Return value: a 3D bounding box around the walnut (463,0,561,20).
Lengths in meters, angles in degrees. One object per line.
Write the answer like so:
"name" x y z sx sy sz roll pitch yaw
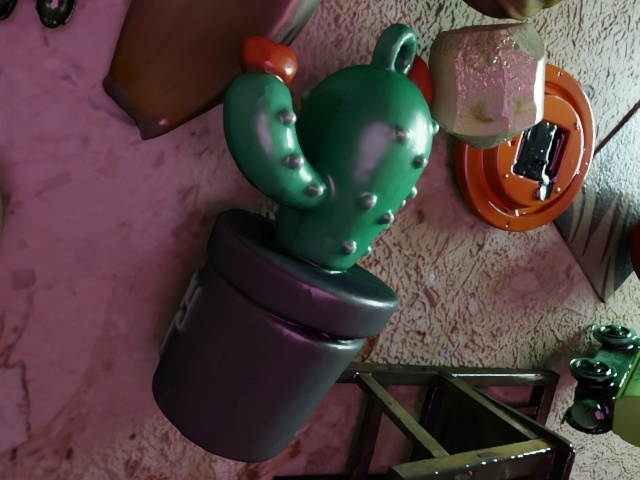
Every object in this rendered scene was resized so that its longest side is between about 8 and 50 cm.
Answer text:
"walnut" 0.189 -0.323 0.517 0.213 0.213 0.213 -6 107 -22

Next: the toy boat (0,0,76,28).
"toy boat" -0.220 -0.272 0.428 0.104 0.052 0.210 17 96 -24

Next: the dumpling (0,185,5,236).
"dumpling" -0.312 -0.017 0.396 0.126 0.166 0.215 36 91 -8

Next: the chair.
"chair" 0.187 0.277 0.654 0.416 0.240 0.203 8 99 -25

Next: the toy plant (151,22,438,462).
"toy plant" -0.010 -0.004 0.511 0.279 0.185 0.400 23 101 -35

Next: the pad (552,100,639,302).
"pad" 0.475 -0.090 0.810 0.330 0.004 0.220 -46 117 -6

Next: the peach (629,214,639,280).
"peach" 0.493 0.014 0.780 0.151 0.118 0.151 -47 151 -36

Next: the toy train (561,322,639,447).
"toy train" 0.429 0.193 0.749 0.253 0.157 0.105 -17 110 -49

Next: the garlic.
"garlic" -0.067 -0.221 0.473 0.143 0.112 0.318 37 93 7

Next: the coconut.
"coconut" 0.166 -0.153 0.569 0.116 0.116 0.122 -17 116 -19

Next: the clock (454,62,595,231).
"clock" 0.254 -0.110 0.682 0.205 0.051 0.205 -6 105 -22
